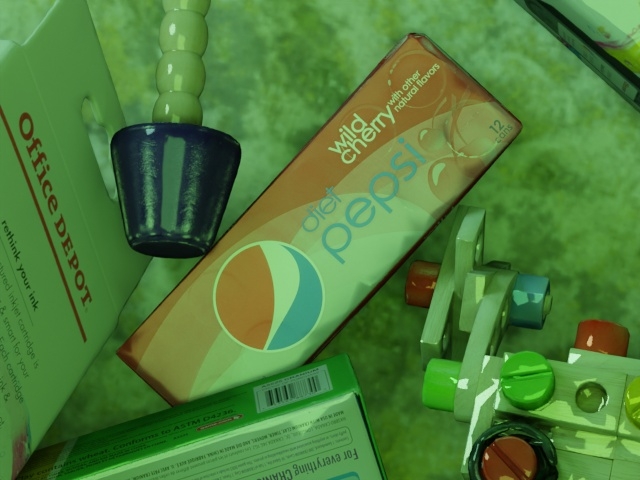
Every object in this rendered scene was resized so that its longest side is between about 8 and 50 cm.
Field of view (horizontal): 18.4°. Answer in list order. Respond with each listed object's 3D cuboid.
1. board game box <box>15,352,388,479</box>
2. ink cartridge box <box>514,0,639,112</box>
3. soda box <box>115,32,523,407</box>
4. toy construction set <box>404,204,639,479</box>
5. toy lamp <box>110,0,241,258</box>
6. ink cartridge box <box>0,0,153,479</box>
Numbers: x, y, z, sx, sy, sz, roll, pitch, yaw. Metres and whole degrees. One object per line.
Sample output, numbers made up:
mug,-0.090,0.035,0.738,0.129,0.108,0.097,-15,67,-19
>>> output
board game box,-0.050,0.251,1.147,0.242,0.064,0.316,-17,107,0
ink cartridge box,0.226,-0.200,1.163,0.306,0.131,0.226,41,90,2
soda box,0.000,0.000,1.185,0.092,0.083,0.263,42,90,1
toy construction set,0.184,0.064,1.093,0.328,0.151,0.215,5,72,27
toy lamp,-0.079,-0.126,1.163,0.080,0.080,0.274,5,76,0
ink cartridge box,-0.227,0.029,1.071,0.119,0.353,0.207,3,128,24
